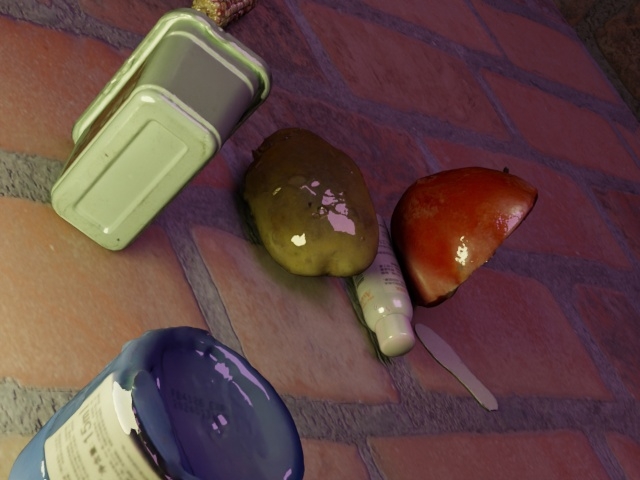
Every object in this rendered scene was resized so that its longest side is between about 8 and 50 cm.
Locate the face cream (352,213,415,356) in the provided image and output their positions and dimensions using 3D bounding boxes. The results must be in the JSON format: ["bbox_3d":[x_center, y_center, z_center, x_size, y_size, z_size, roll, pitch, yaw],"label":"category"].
[{"bbox_3d":[0.096,0.072,2.052,0.082,0.082,0.269,24,35,-34],"label":"face cream"}]

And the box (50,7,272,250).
[{"bbox_3d":[-0.223,-0.132,1.673,0.175,0.312,0.182,37,37,-15],"label":"box"}]

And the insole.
[{"bbox_3d":[0.228,0.212,2.126,0.197,0.004,0.065,46,28,1],"label":"insole"}]

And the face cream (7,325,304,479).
[{"bbox_3d":[-0.167,0.245,1.332,0.249,0.225,0.249,33,32,-24],"label":"face cream"}]

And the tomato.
[{"bbox_3d":[0.208,-0.029,2.116,0.170,0.309,0.309,44,28,0],"label":"tomato"}]

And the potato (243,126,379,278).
[{"bbox_3d":[-0.019,-0.065,1.989,0.192,0.141,0.296,-12,53,-19],"label":"potato"}]

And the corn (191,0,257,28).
[{"bbox_3d":[-0.173,-0.442,2.363,0.079,0.079,0.237,45,28,-1],"label":"corn"}]
